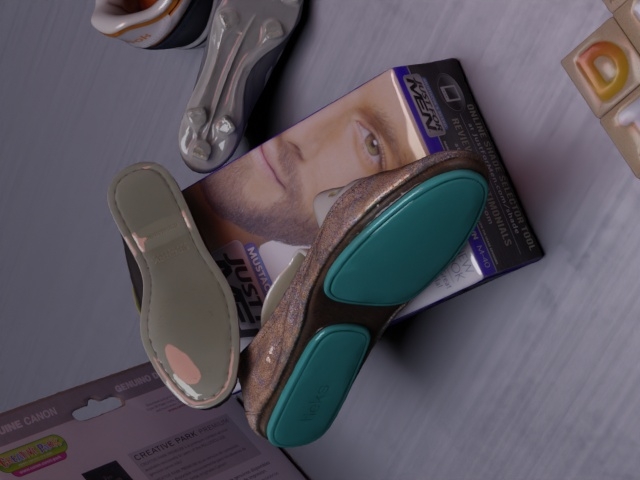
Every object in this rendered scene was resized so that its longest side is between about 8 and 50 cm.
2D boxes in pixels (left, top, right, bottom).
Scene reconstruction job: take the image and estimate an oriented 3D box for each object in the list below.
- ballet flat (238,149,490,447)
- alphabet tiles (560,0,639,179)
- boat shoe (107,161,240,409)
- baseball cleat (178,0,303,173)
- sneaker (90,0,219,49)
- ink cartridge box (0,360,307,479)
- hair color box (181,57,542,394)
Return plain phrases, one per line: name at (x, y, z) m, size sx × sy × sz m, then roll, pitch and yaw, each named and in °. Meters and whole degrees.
ballet flat at (0.015, 0.025, 1.181) m, size 0.316 × 0.107 × 0.106 m, roll -55°, pitch 42°, yaw 30°
alphabet tiles at (0.328, -0.126, 1.074) m, size 0.285 × 0.011 × 0.342 m, roll -43°, pitch 68°, yaw 34°
boat shoe at (-0.115, 0.043, 1.269) m, size 0.081 × 0.068 × 0.227 m, roll -19°, pitch 64°, yaw -2°
baseball cleat at (-0.076, -0.157, 1.353) m, size 0.072 × 0.109 × 0.206 m, roll 27°, pitch 88°, yaw -4°
sneaker at (-0.132, -0.322, 1.327) m, size 0.126 × 0.127 × 0.321 m, roll 16°, pitch 107°, yaw 35°
ink cartridge box at (-0.158, 0.263, 1.356) m, size 0.272 × 0.309 × 0.130 m, roll 47°, pitch 123°, yaw 20°
hair color box at (0.000, 0.000, 1.310) m, size 0.339 × 0.110 × 0.185 m, roll -28°, pitch 83°, yaw 36°
